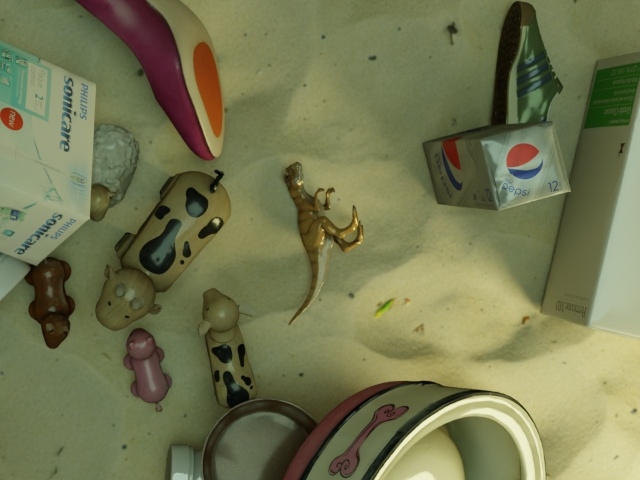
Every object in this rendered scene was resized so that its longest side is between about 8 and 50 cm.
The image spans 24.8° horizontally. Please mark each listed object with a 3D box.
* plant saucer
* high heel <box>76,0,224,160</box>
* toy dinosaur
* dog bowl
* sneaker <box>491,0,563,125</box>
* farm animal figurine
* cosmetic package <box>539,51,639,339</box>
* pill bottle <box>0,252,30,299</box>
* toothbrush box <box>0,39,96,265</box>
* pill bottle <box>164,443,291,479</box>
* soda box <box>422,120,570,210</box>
[{"bbox_3d":[-0.069,0.284,1.838,0.168,0.029,0.169,2,80,-11],"label":"plant saucer"},{"bbox_3d":[-0.251,-0.266,1.864,0.181,0.127,0.377,-15,101,19],"label":"high heel"},{"bbox_3d":[0.000,0.000,1.934,0.112,0.064,0.212,-10,85,8],"label":"toy dinosaur"},{"bbox_3d":[0.103,0.359,1.835,0.408,0.150,0.408,-20,119,-40],"label":"dog bowl"},{"bbox_3d":[0.288,-0.223,1.972,0.086,0.064,0.192,6,92,-19],"label":"sneaker"},{"bbox_3d":[-0.198,0.052,1.832,0.330,0.172,0.327,21,88,-11],"label":"farm animal figurine"},{"bbox_3d":[0.429,-0.053,1.938,0.155,0.197,0.366,14,89,-11],"label":"cosmetic package"},{"bbox_3d":[-0.491,-0.023,1.782,0.152,0.152,0.272,-44,99,-6],"label":"pill bottle"},{"bbox_3d":[-0.421,-0.130,1.708,0.295,0.126,0.216,25,46,-33],"label":"toothbrush box"},{"bbox_3d":[-0.110,0.313,1.895,0.180,0.108,0.108,6,92,-11],"label":"pill bottle"},{"bbox_3d":[0.216,-0.095,1.846,0.098,0.286,0.091,-15,96,-8],"label":"soda box"}]
